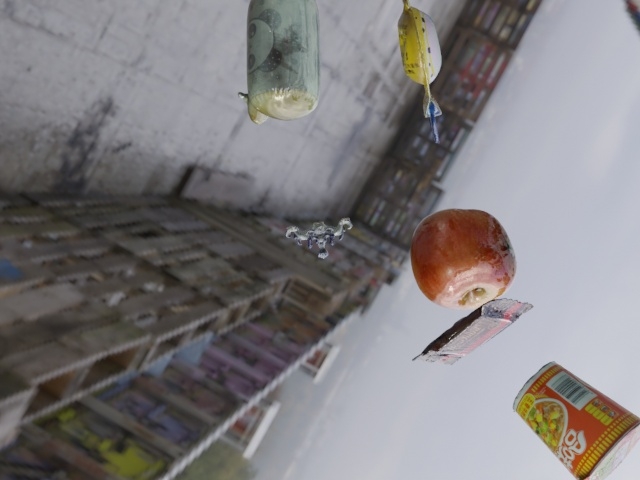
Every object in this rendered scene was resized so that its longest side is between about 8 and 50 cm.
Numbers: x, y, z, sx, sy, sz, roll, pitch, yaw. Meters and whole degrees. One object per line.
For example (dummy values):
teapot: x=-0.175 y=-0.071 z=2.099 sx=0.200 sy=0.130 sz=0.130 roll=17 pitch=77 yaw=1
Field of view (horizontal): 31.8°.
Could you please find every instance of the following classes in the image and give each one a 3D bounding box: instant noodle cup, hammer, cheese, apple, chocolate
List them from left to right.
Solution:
hammer: x=-0.077 y=-0.256 z=1.750 sx=0.305 sy=0.113 sz=0.201 roll=135 pitch=-42 yaw=-71
cheese: x=0.172 y=-0.289 z=1.885 sx=0.156 sy=0.064 sz=0.250 roll=-88 pitch=166 yaw=-72
apple: x=0.247 y=0.028 z=1.965 sx=0.199 sy=0.199 sz=0.199 roll=-60 pitch=174 yaw=-11
chocolate: x=0.206 y=0.125 z=1.537 sx=0.182 sy=0.086 sz=0.028 roll=-47 pitch=-134 yaw=39
instant noodle cup: x=0.491 y=0.352 z=2.179 sx=0.193 sy=0.212 sz=0.193 roll=-36 pitch=151 yaw=-24

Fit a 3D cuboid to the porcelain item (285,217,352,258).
porcelain item: x=0.000 y=0.000 z=2.265 sx=0.021 sy=0.136 sz=0.075 roll=-100 pitch=-179 yaw=-86
